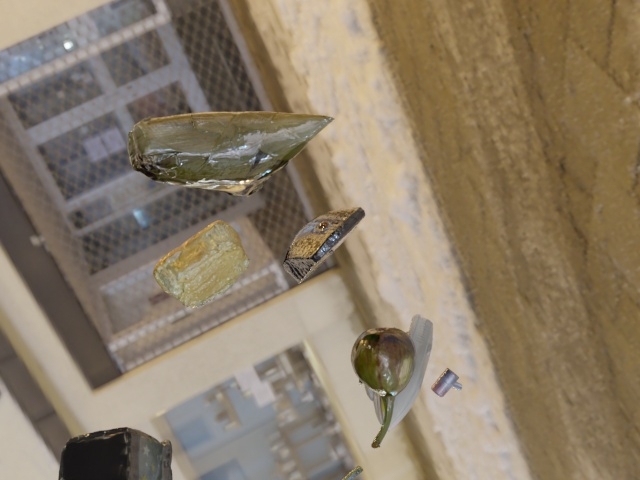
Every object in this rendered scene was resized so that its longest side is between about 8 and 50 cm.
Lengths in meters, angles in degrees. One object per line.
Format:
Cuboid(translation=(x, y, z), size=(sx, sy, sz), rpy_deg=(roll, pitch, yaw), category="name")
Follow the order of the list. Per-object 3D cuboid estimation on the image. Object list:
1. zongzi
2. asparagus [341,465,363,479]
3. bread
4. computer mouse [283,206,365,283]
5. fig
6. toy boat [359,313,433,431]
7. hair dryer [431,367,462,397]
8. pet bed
Cuboid(translation=(-0.167, -0.187, 1.637), size=(0.300, 0.273, 0.145), rpy_deg=(-24, 68, 45), category="zongzi")
Cuboid(translation=(0.024, 0.414, 1.517), size=(0.015, 0.114, 0.014), rpy_deg=(51, 178, -40), category="asparagus")
Cuboid(translation=(-0.304, 0.066, 2.363), size=(0.121, 0.245, 0.174), rpy_deg=(53, 178, 46), category="bread")
Cuboid(translation=(-0.004, -0.004, 1.939), size=(0.087, 0.168, 0.295), rpy_deg=(46, 162, 1), category="computer mouse")
Cuboid(translation=(0.133, 0.303, 1.886), size=(0.149, 0.149, 0.246), rpy_deg=(157, 112, -82), category="fig")
Cuboid(translation=(0.169, 0.293, 2.038), size=(0.140, 0.269, 0.141), rpy_deg=(26, 146, 19), category="toy boat")
Cuboid(translation=(0.308, 0.342, 2.148), size=(0.037, 0.063, 0.114), rpy_deg=(42, -173, 36), category="hair dryer")
Cuboid(translation=(-0.354, 0.452, 1.626), size=(0.159, 0.183, 0.211), rpy_deg=(44, -145, -52), category="pet bed")
